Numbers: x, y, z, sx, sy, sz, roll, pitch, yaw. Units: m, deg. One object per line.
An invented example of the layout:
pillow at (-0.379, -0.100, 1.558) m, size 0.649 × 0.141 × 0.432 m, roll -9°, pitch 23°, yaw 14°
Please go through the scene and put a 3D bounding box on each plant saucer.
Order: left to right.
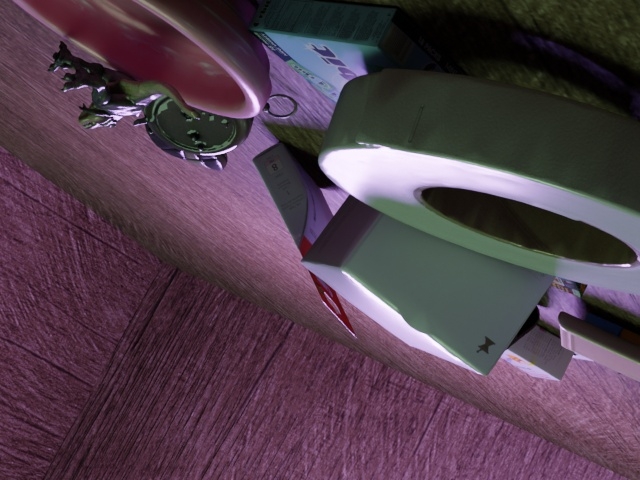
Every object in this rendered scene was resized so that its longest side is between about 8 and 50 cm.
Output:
plant saucer at (-0.186, -0.240, 1.293) m, size 0.332 × 0.084 × 0.332 m, roll 27°, pitch 170°, yaw 5°

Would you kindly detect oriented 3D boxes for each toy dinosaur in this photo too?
toy dinosaur at (-0.227, -0.163, 1.401) m, size 0.118 × 0.064 × 0.268 m, roll 25°, pitch 171°, yaw -27°

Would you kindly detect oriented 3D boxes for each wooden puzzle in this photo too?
wooden puzzle at (0.438, 0.162, 1.804) m, size 0.221 × 0.044 × 0.238 m, roll 25°, pitch 175°, yaw 17°

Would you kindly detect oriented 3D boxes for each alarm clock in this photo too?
alarm clock at (-0.122, -0.155, 1.514) m, size 0.192 × 0.064 × 0.129 m, roll -1°, pitch 140°, yaw 9°

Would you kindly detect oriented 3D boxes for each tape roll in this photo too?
tape roll at (0.187, -0.041, 1.130) m, size 0.392 × 0.072 × 0.392 m, roll 19°, pitch 172°, yaw 3°

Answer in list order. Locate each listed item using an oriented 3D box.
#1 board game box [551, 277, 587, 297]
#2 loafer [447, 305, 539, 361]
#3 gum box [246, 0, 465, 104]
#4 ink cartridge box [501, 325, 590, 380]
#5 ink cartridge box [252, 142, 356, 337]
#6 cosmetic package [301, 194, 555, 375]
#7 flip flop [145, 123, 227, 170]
board game box at (0.235, -0.005, 1.513) m, size 0.136 × 0.030 × 0.260 m, roll 27°, pitch 171°, yaw 24°
loafer at (0.238, 0.107, 1.786) m, size 0.095 × 0.109 × 0.302 m, roll 9°, pitch -172°, yaw 16°
gum box at (0.045, -0.158, 1.186) m, size 0.184 × 0.041 × 0.157 m, roll 19°, pitch 167°, yaw 48°
ink cartridge box at (0.332, 0.171, 2.081) m, size 0.181 × 0.062 × 0.104 m, roll 30°, pitch 171°, yaw -13°
ink cartridge box at (0.000, 0.000, 1.780) m, size 0.232 × 0.066 × 0.189 m, roll 59°, pitch -176°, yaw 25°
cosmetic package at (0.112, 0.028, 1.497) m, size 0.197 × 0.155 × 0.365 m, roll 38°, pitch 174°, yaw -7°
flip flop at (-0.178, -0.184, 1.629) m, size 0.112 × 0.080 × 0.277 m, roll 16°, pitch 150°, yaw 32°
